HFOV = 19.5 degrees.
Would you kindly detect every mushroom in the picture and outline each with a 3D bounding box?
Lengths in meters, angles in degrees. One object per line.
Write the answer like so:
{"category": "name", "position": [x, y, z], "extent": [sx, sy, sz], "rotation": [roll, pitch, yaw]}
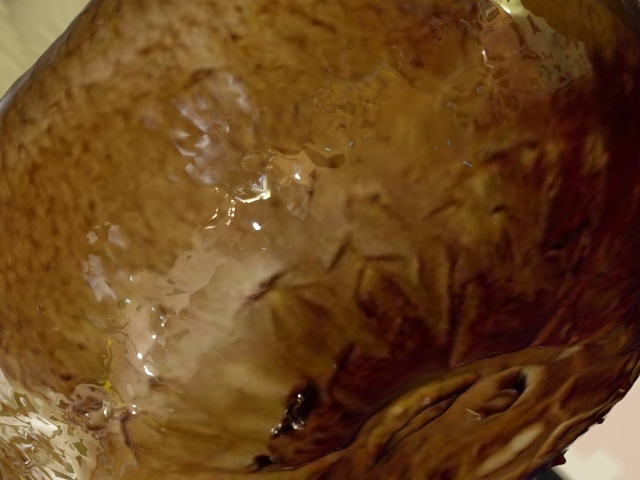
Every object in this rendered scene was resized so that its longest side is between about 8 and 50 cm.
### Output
{"category": "mushroom", "position": [0.013, 0.004, 0.609], "extent": [0.278, 0.163, 0.297], "rotation": [-44, 153, -10]}
